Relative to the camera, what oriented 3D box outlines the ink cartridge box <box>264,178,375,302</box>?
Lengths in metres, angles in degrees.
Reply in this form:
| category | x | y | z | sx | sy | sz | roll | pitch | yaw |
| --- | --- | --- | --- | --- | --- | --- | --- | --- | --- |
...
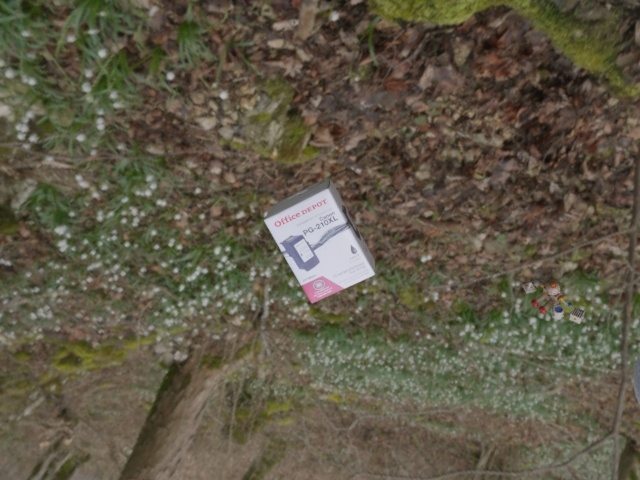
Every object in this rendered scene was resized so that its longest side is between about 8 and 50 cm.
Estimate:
| category | x | y | z | sx | sy | sz | roll | pitch | yaw |
| --- | --- | --- | --- | --- | --- | --- | --- | --- | --- |
| ink cartridge box | 0.000 | 0.000 | 1.435 | 0.172 | 0.100 | 0.237 | -26 | 106 | 12 |

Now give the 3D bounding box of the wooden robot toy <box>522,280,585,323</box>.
| category | x | y | z | sx | sy | sz | roll | pitch | yaw |
| --- | --- | --- | --- | --- | --- | --- | --- | --- | --- |
| wooden robot toy | 0.589 | 0.142 | 1.553 | 0.173 | 0.076 | 0.079 | 43 | 160 | 35 |

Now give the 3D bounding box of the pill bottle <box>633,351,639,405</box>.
| category | x | y | z | sx | sy | sz | roll | pitch | yaw |
| --- | --- | --- | --- | --- | --- | --- | --- | --- | --- |
| pill bottle | 0.586 | 0.229 | 0.770 | 0.334 | 0.188 | 0.188 | 32 | 146 | -13 |

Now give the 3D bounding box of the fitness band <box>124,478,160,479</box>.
| category | x | y | z | sx | sy | sz | roll | pitch | yaw |
| --- | --- | --- | --- | --- | --- | --- | --- | --- | --- |
| fitness band | -0.129 | 0.336 | 0.702 | 0.209 | 0.054 | 0.291 | 22 | 165 | -37 |
